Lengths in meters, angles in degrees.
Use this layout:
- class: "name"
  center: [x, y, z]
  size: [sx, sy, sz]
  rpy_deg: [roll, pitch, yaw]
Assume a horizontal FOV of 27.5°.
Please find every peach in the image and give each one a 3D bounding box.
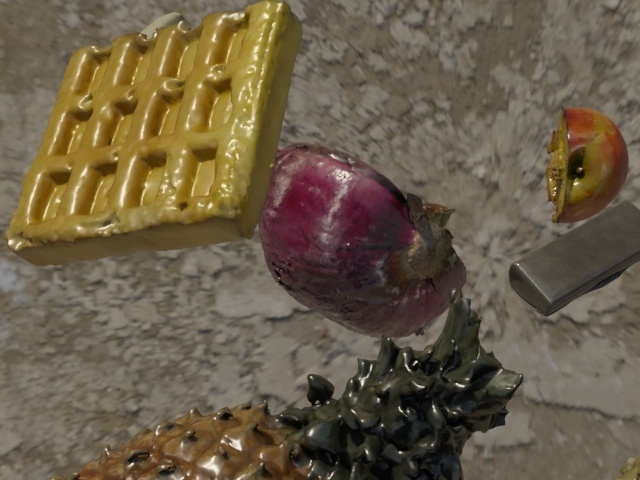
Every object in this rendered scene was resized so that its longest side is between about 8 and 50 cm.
- class: "peach"
  center: [0.210, -0.058, 1.027]
  size: [0.061, 0.098, 0.098]
  rpy_deg: [4, 90, 5]

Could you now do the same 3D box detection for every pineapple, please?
- class: "pineapple"
  center: [-0.033, 0.167, 0.843]
  size: [0.362, 0.202, 0.202]
  rpy_deg: [-39, 85, -2]

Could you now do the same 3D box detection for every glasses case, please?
- class: "glasses case"
  center: [0.301, 0.020, 1.465]
  size: [0.190, 0.042, 0.072]
  rpy_deg: [-27, 50, -27]

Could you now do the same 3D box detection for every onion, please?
- class: "onion"
  center: [0.000, 0.000, 1.555]
  size: [0.159, 0.267, 0.348]
  rpy_deg: [-51, 40, -11]

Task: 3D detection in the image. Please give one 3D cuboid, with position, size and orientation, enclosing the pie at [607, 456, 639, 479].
- class: "pie"
  center: [0.234, 0.171, 0.753]
  size: [0.274, 0.274, 0.055]
  rpy_deg: [-33, 49, 6]

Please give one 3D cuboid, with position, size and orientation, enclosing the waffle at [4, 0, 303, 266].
- class: "waffle"
  center: [-0.140, -0.089, 1.125]
  size: [0.247, 0.055, 0.221]
  rpy_deg: [-7, 57, 32]

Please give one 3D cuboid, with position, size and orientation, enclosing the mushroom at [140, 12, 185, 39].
- class: "mushroom"
  center: [-0.221, -0.207, 1.586]
  size: [0.071, 0.209, 0.084]
  rpy_deg: [8, 134, 15]

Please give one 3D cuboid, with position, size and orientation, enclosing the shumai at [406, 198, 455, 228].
- class: "shumai"
  center: [0.107, 0.015, 1.830]
  size: [0.161, 0.209, 0.153]
  rpy_deg: [8, 92, 5]
